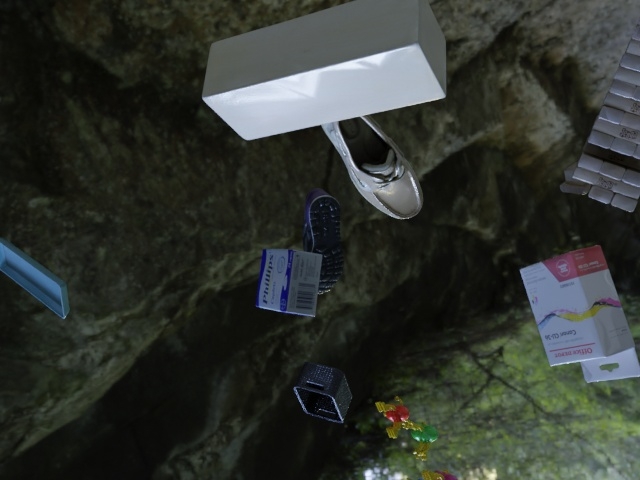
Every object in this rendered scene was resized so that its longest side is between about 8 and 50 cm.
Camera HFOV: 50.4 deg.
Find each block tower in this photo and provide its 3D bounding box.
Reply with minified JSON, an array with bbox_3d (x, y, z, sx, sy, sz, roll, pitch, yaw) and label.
[{"bbox_3d":[0.428,-0.211,0.875,0.097,0.091,0.335,-31,-39,-64],"label":"block tower"}]

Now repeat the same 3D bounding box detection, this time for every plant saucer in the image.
[{"bbox_3d":[-0.465,0.056,1.096,0.018,0.192,0.067,-29,-44,-42],"label":"plant saucer"}]

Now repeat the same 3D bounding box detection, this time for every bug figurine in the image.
[{"bbox_3d":[0.228,0.485,1.542,0.279,0.072,0.216,69,160,1],"label":"bug figurine"}]

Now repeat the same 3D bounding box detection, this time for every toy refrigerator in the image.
[{"bbox_3d":[0.004,-0.206,0.804,0.102,0.269,0.094,40,-132,-54],"label":"toy refrigerator"}]

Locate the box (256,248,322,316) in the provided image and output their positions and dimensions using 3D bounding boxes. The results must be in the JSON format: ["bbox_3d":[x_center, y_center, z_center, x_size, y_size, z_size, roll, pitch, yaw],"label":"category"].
[{"bbox_3d":[-0.066,0.084,1.387,0.072,0.137,0.126,10,-96,-30],"label":"box"}]

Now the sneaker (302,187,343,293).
[{"bbox_3d":[0.000,0.000,1.821,0.124,0.107,0.283,-126,38,-64],"label":"sneaker"}]

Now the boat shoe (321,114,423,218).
[{"bbox_3d":[0.104,-0.140,1.255,0.302,0.109,0.098,52,-175,-31],"label":"boat shoe"}]

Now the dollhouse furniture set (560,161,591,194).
[{"bbox_3d":[0.606,-0.081,1.036,0.355,0.303,0.174,-30,-64,-28],"label":"dollhouse furniture set"}]

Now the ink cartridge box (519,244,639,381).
[{"bbox_3d":[0.389,0.119,1.023,0.067,0.115,0.198,-11,-101,-27],"label":"ink cartridge box"}]

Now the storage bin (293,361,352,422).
[{"bbox_3d":[0.009,0.429,1.920,0.180,0.122,0.084,74,-146,-49],"label":"storage bin"}]
